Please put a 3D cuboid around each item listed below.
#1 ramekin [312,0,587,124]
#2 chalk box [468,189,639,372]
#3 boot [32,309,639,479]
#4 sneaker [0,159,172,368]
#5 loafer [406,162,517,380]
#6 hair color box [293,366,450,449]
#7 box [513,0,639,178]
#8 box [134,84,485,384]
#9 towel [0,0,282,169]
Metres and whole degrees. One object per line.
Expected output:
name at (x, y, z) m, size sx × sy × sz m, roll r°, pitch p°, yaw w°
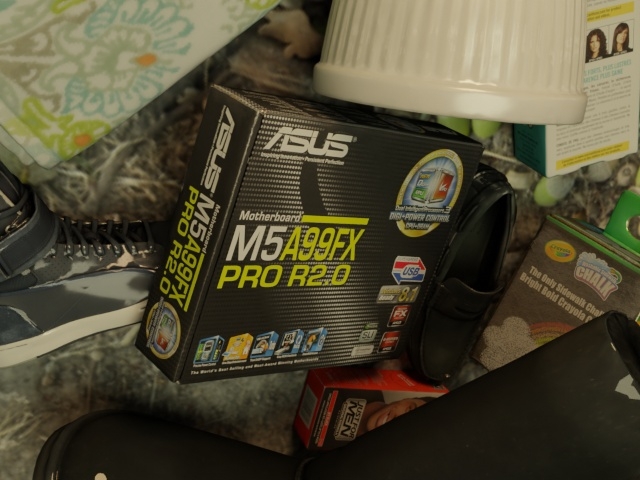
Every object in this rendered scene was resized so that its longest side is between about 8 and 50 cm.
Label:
ramekin at (0.102, -0.155, 0.704) m, size 0.207 × 0.207 × 0.109 m, roll 1°, pitch 104°, yaw -23°
chalk box at (0.268, 0.060, 0.891) m, size 0.132 × 0.132 × 0.213 m, roll 12°, pitch 111°, yaw -48°
boot at (0.051, 0.177, 0.750) m, size 0.445 × 0.146 × 0.367 m, roll -25°, pitch 140°, yaw 30°
sneaker at (-0.187, -0.010, 0.717) m, size 0.226 × 0.086 × 0.163 m, roll -23°, pitch 123°, yaw -9°
loafer at (0.130, 0.038, 0.873) m, size 0.076 × 0.078 × 0.223 m, roll 1°, pitch 114°, yaw -24°
hair color box at (0.051, 0.167, 0.923) m, size 0.141 × 0.043 × 0.072 m, roll 6°, pitch 110°, yaw -25°
box at (0.222, -0.185, 0.816) m, size 0.100 × 0.060 × 0.244 m, roll -16°, pitch 119°, yaw -15°
box at (0.000, 0.000, 0.759) m, size 0.270 × 0.060 × 0.216 m, roll 2°, pitch 115°, yaw -47°
towel at (-0.126, -0.232, 0.569) m, size 0.374 × 0.090 × 0.320 m, roll -37°, pitch 153°, yaw -2°
